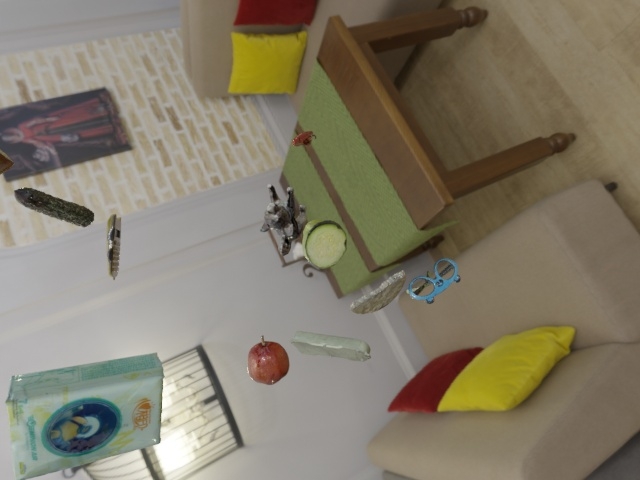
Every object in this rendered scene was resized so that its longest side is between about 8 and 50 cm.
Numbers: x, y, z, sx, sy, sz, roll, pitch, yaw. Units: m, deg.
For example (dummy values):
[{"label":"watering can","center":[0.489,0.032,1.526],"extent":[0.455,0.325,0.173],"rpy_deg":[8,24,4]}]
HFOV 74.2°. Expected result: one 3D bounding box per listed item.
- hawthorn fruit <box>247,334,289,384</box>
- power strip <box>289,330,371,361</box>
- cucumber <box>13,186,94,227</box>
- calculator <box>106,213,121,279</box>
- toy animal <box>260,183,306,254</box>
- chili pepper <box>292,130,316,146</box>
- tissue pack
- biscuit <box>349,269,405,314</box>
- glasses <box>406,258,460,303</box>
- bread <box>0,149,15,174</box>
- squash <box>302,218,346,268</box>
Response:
[{"label":"hawthorn fruit","center":[-0.235,0.517,1.866],"extent":[0.196,0.196,0.225],"rpy_deg":[30,135,57]},{"label":"power strip","center":[0.034,0.343,1.369],"extent":[0.286,0.048,0.080],"rpy_deg":[0,135,32]},{"label":"cucumber","center":[-1.091,-0.141,1.741],"extent":[0.096,0.096,0.359],"rpy_deg":[62,-177,16]},{"label":"calculator","center":[-0.750,0.026,1.534],"extent":[0.157,0.033,0.236],"rpy_deg":[166,104,-72]},{"label":"toy animal","center":[-0.202,-0.095,2.242],"extent":[0.344,0.194,0.302],"rpy_deg":[49,-130,-63]},{"label":"chili pepper","center":[-0.073,-0.435,1.819],"extent":[0.050,0.268,0.059],"rpy_deg":[23,118,13]},{"label":"tissue pack","center":[-0.678,0.509,1.251],"extent":[0.162,0.388,0.287],"rpy_deg":[38,124,52]},{"label":"biscuit","center":[0.231,0.220,1.638],"extent":[0.032,0.250,0.133],"rpy_deg":[53,175,40]},{"label":"glasses","center":[0.426,0.159,1.721],"extent":[0.102,0.239,0.207],"rpy_deg":[60,159,-12]},{"label":"bread","center":[-1.121,-0.293,1.298],"extent":[0.077,0.138,0.361],"rpy_deg":[47,165,8]},{"label":"squash","center":[0.000,0.011,1.897],"extent":[0.133,0.220,0.220],"rpy_deg":[15,124,54]}]
